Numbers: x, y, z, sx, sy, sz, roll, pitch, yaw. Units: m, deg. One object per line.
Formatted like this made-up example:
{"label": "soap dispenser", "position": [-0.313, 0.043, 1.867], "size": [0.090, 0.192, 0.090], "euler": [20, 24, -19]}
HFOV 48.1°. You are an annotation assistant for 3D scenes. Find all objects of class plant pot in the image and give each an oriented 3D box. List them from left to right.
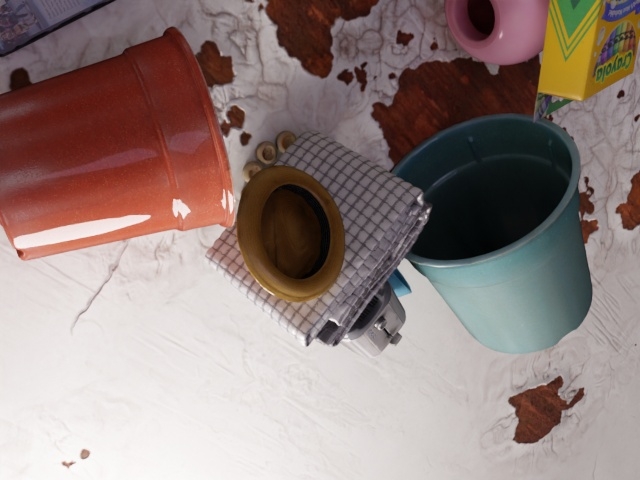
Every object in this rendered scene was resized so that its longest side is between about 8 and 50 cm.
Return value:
{"label": "plant pot", "position": [-0.279, -0.106, 0.915], "size": [0.265, 0.272, 0.272], "euler": [-19, 114, -17]}
{"label": "plant pot", "position": [0.322, 0.010, 1.278], "size": [0.341, 0.341, 0.334], "euler": [-45, 130, -11]}

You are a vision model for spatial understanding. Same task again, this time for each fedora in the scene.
{"label": "fedora", "position": [-0.053, -0.005, 0.990], "size": [0.194, 0.079, 0.194], "euler": [14, 66, -34]}

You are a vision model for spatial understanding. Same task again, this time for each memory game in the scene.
{"label": "memory game", "position": [-0.049, -0.091, 1.193], "size": [0.186, 0.012, 0.186], "euler": [-10, 111, -28]}

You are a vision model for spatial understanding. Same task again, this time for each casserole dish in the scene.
{"label": "casserole dish", "position": [0.094, 0.034, 1.264], "size": [0.037, 0.114, 0.188], "euler": [-39, 124, 8]}

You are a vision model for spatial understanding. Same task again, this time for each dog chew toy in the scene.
{"label": "dog chew toy", "position": [0.371, -0.432, 1.233], "size": [0.332, 0.207, 0.206], "euler": [-29, 118, -29]}

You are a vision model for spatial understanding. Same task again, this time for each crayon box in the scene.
{"label": "crayon box", "position": [0.440, -0.356, 1.136], "size": [0.203, 0.083, 0.322], "euler": [-29, 131, -40]}

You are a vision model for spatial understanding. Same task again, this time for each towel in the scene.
{"label": "towel", "position": [0.000, 0.000, 1.101], "size": [0.283, 0.235, 0.121], "euler": [-54, 155, -4]}

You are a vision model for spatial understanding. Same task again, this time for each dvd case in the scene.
{"label": "dvd case", "position": [-0.348, -0.373, 0.918], "size": [0.253, 0.022, 0.180], "euler": [-35, 121, -18]}

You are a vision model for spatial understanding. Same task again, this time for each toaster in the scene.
{"label": "toaster", "position": [0.037, 0.099, 1.198], "size": [0.129, 0.227, 0.146], "euler": [-51, 144, -9]}
